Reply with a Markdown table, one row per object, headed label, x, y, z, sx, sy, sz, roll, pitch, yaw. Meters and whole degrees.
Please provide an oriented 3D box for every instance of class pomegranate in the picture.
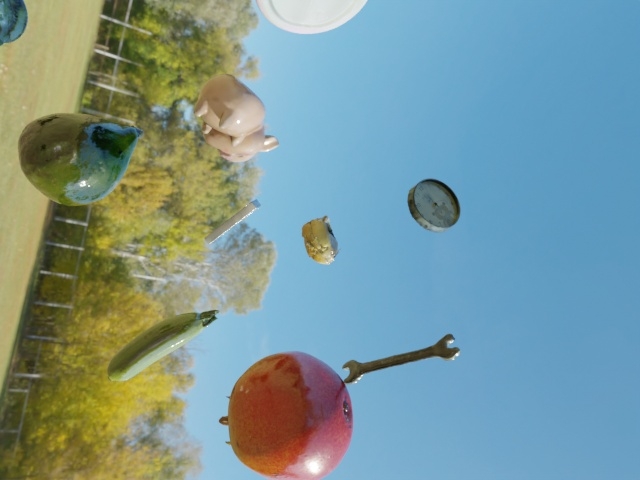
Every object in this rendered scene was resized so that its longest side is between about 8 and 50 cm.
| label | x | y | z | sx | sy | sz | roll | pitch | yaw |
| --- | --- | --- | --- | --- | --- | --- | --- | --- | --- |
| pomegranate | -0.068 | 0.310 | 0.916 | 0.256 | 0.221 | 0.221 | -22 | -123 | 31 |

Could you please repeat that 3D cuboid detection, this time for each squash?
| label | x | y | z | sx | sy | sz | roll | pitch | yaw |
| --- | --- | --- | --- | --- | --- | --- | --- | --- | --- |
| squash | -0.434 | 0.270 | 1.438 | 0.094 | 0.341 | 0.094 | 55 | -11 | 17 |

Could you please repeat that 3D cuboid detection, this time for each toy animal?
| label | x | y | z | sx | sy | sz | roll | pitch | yaw |
| --- | --- | --- | --- | --- | --- | --- | --- | --- | --- |
| toy animal | -0.198 | -0.274 | 1.195 | 0.154 | 0.166 | 0.250 | -55 | 171 | -16 |

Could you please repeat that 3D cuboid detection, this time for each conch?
| label | x | y | z | sx | sy | sz | roll | pitch | yaw |
| --- | --- | --- | --- | --- | --- | --- | --- | --- | --- |
| conch | -0.694 | -0.470 | 1.084 | 0.181 | 0.124 | 0.187 | 127 | -29 | -67 |

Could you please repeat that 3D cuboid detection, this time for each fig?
| label | x | y | z | sx | sy | sz | roll | pitch | yaw |
| --- | --- | --- | --- | --- | --- | --- | --- | --- | --- |
| fig | -0.474 | -0.183 | 1.061 | 0.245 | 0.195 | 0.195 | -37 | -162 | -19 |

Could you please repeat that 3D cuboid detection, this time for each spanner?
| label | x | y | z | sx | sy | sz | roll | pitch | yaw |
| --- | --- | --- | --- | --- | --- | --- | --- | --- | --- |
| spanner | 0.142 | 0.222 | 0.968 | 0.254 | 0.015 | 0.054 | -23 | -145 | 32 |

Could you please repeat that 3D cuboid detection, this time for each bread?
| label | x | y | z | sx | sy | sz | roll | pitch | yaw |
| --- | --- | --- | --- | --- | --- | --- | --- | --- | --- |
| bread | 0.000 | 0.000 | 0.818 | 0.106 | 0.053 | 0.072 | -46 | 118 | -82 |

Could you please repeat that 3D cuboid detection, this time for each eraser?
| label | x | y | z | sx | sy | sz | roll | pitch | yaw |
| --- | --- | --- | --- | --- | --- | --- | --- | --- | --- |
| eraser | -0.217 | -0.048 | 1.308 | 0.150 | 0.023 | 0.104 | -37 | -174 | 5 |

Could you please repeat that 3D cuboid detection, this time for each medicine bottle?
| label | x | y | z | sx | sy | sz | roll | pitch | yaw |
| --- | --- | --- | --- | --- | --- | --- | --- | --- | --- |
| medicine bottle | -0.030 | -0.607 | 1.096 | 0.252 | 0.252 | 0.241 | -40 | -126 | 51 |

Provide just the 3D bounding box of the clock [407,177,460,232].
| label | x | y | z | sx | sy | sz | roll | pitch | yaw |
| --- | --- | --- | --- | --- | --- | --- | --- | --- | --- |
| clock | 0.168 | -0.052 | 0.770 | 0.017 | 0.085 | 0.085 | 135 | -40 | -58 |
